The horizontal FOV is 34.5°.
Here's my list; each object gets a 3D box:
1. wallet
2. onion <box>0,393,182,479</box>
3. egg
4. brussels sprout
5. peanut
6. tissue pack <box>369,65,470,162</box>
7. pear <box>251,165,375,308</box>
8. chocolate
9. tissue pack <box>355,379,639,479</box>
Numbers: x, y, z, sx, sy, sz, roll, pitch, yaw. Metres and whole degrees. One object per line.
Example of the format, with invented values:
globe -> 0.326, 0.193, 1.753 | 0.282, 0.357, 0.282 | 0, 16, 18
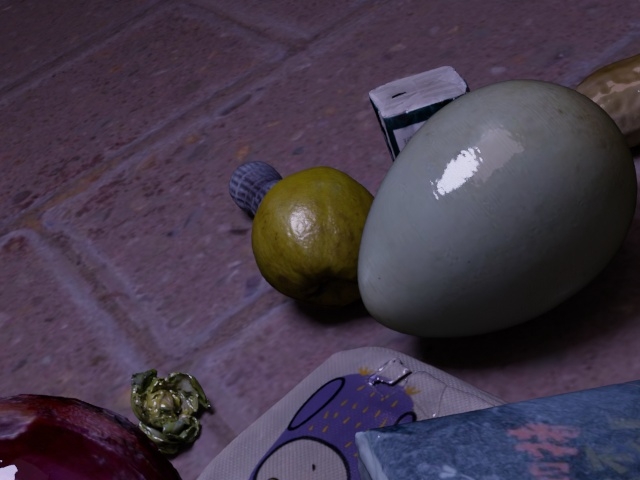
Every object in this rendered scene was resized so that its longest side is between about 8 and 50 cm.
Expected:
wallet -> 0.044, 0.215, 0.859 | 0.335, 0.068, 0.275 | 21, 53, 43
onion -> -0.229, 0.260, 0.783 | 0.336, 0.282, 0.260 | -54, 4, 14
egg -> 0.162, -0.023, 0.986 | 0.295, 0.218, 0.218 | -41, 36, -2
brussels sprout -> -0.157, 0.176, 1.042 | 0.085, 0.058, 0.085 | 11, 42, -10
peanut -> 0.377, -0.162, 1.140 | 0.236, 0.110, 0.120 | -18, 48, 10
tissue pack -> 0.128, -0.096, 1.138 | 0.103, 0.170, 0.090 | -17, 34, 6
pear -> 0.000, 0.000, 1.107 | 0.149, 0.149, 0.162 | -20, 37, 4
chocolate -> -0.059, -0.051, 1.273 | 0.072, 0.072, 0.167 | -33, 33, -14
tissue pack -> 0.204, 0.196, 0.697 | 0.316, 0.103, 0.228 | -8, 31, -12
